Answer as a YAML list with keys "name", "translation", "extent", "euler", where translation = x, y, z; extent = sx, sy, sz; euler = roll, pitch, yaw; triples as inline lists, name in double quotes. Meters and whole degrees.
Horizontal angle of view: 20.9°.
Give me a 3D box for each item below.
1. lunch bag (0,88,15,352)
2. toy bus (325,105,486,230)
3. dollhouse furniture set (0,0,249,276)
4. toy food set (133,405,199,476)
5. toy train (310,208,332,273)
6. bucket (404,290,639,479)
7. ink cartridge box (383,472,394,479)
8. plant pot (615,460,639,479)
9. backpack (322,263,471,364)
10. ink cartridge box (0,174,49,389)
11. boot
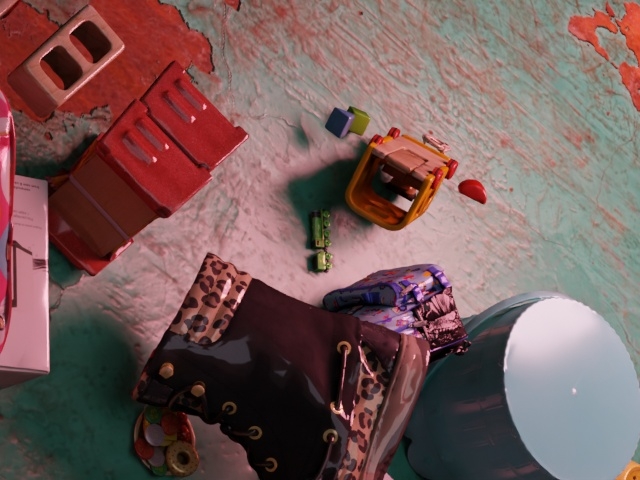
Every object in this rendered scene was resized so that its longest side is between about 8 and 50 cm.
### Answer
- name: "lunch bag"
  translation: [-0.412, -0.019, 1.641]
  extent: [0.120, 0.258, 0.293]
  euler: [-5, 99, -51]
- name: "toy bus"
  translation: [0.099, -0.073, 2.183]
  extent: [0.202, 0.191, 0.104]
  euler: [17, 108, -34]
- name: "dollhouse furniture set"
  translation: [-0.284, -0.163, 1.845]
  extent: [0.374, 0.201, 0.152]
  euler: [47, 51, -9]
- name: "toy food set"
  translation: [-0.171, 0.221, 1.915]
  extent: [0.083, 0.020, 0.083]
  euler: [11, 69, -37]
- name: "toy train"
  translation: [0.000, 0.000, 2.136]
  extent: [0.024, 0.017, 0.083]
  euler: [5, 71, -27]
- name: "bucket"
  translation: [0.254, 0.204, 2.164]
  extent: [0.281, 0.183, 0.281]
  euler: [14, 66, -36]
- name: "ink cartridge box"
  translation: [0.064, 0.384, 2.027]
  extent: [0.311, 0.065, 0.186]
  euler: [44, 54, -16]
- name: "plant pot"
  translation: [0.389, 0.338, 2.288]
  extent: [0.134, 0.095, 0.134]
  euler: [15, 66, -35]
- name: "backpack"
  translation: [0.065, 0.108, 2.060]
  extent: [0.173, 0.158, 0.117]
  euler: [-23, 99, -39]
- name: "ink cartridge box"
  translation: [-0.345, 0.048, 1.745]
  extent: [0.086, 0.148, 0.203]
  euler: [10, 70, -39]
- name: "boot"
  translation: [-0.072, 0.217, 1.872]
  extent: [0.284, 0.138, 0.377]
  euler: [28, 74, -5]
